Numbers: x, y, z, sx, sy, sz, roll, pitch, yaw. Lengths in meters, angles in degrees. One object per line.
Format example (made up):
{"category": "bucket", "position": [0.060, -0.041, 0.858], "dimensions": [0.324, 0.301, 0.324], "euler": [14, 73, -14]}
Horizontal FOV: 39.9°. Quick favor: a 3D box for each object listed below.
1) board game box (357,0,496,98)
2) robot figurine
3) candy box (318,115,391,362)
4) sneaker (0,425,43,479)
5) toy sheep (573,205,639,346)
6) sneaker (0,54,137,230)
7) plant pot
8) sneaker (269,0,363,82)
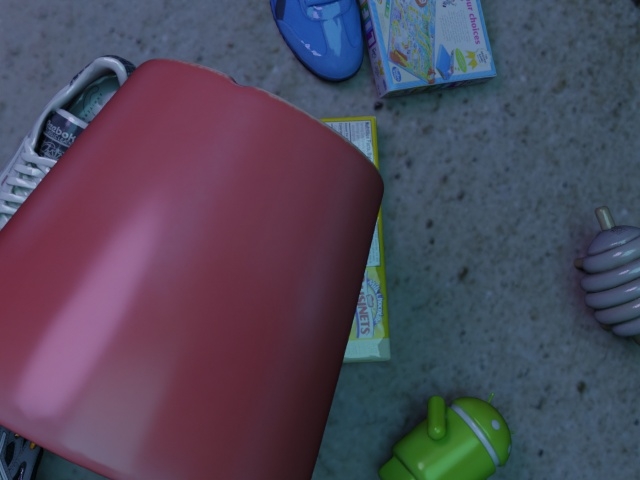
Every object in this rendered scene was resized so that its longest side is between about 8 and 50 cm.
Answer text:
{"category": "board game box", "position": [0.085, -0.206, 0.760], "dimensions": [0.104, 0.026, 0.154], "euler": [-11, 87, -17]}
{"category": "robot figurine", "position": [0.105, 0.173, 0.718], "dimensions": [0.115, 0.067, 0.101], "euler": [-34, 113, -11]}
{"category": "candy box", "position": [0.000, 0.000, 0.738], "dimensions": [0.105, 0.027, 0.205], "euler": [-2, 86, -8]}
{"category": "sneaker", "position": [-0.254, 0.155, 0.669], "dimensions": [0.083, 0.084, 0.214], "euler": [-18, 93, -20]}
{"category": "toy sheep", "position": [0.259, 0.033, 0.741], "dimensions": [0.091, 0.091, 0.132], "euler": [-28, 89, -9]}
{"category": "sneaker", "position": [-0.214, -0.041, 0.679], "dimensions": [0.090, 0.095, 0.235], "euler": [30, 83, -6]}
{"category": "plant pot", "position": [-0.092, 0.028, 0.606], "dimensions": [0.275, 0.275, 0.243], "euler": [26, 80, -5]}
{"category": "sneaker", "position": [-0.010, -0.236, 0.730], "dimensions": [0.069, 0.082, 0.209], "euler": [-15, 89, -11]}
